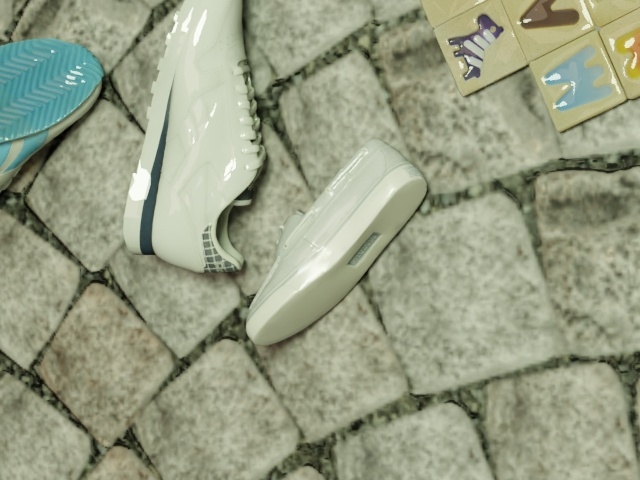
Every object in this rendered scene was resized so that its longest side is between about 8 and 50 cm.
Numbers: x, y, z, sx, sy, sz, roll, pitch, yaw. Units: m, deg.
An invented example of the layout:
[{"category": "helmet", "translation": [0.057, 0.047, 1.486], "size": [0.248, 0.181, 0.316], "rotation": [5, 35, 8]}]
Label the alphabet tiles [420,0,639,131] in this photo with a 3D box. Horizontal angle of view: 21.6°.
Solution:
[{"category": "alphabet tiles", "translation": [0.214, -0.252, 1.191], "size": [0.342, 0.011, 0.285], "rotation": [-26, 80, 25]}]

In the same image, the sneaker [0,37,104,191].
[{"category": "sneaker", "translation": [-0.278, -0.087, 1.402], "size": [0.228, 0.092, 0.087], "rotation": [-33, 74, 3]}]

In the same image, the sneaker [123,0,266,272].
[{"category": "sneaker", "translation": [-0.083, -0.092, 1.312], "size": [0.094, 0.090, 0.235], "rotation": [14, 101, 13]}]

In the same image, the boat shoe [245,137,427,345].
[{"category": "boat shoe", "translation": [0.000, 0.000, 1.276], "size": [0.184, 0.066, 0.063], "rotation": [-51, 60, 19]}]
